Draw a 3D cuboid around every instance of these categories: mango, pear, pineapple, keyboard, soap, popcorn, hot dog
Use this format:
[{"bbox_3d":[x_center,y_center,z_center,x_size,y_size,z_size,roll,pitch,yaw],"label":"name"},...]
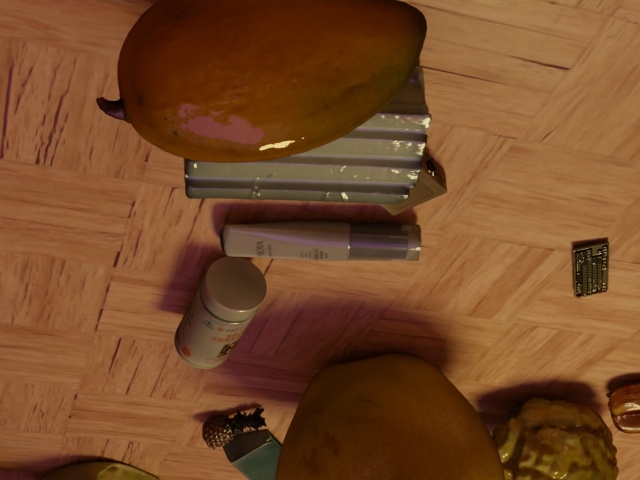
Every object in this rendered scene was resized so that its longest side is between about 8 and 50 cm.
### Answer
[{"bbox_3d":[-0.050,-0.163,0.944,0.316,0.177,0.119,-9,-178,-10],"label":"mango"},{"bbox_3d":[0.108,0.377,1.545,0.362,0.418,0.362,-6,148,-4],"label":"pear"},{"bbox_3d":[-0.145,0.321,1.778,0.124,0.058,0.058,-22,142,17],"label":"pineapple"},{"bbox_3d":[0.372,0.041,1.404,0.049,0.015,0.129,-8,146,9],"label":"keyboard"},{"bbox_3d":[-0.024,-0.117,1.082,0.261,0.094,0.150,2,141,-5],"label":"soap"},{"bbox_3d":[0.393,0.382,1.766,0.225,0.249,0.249,7,161,46],"label":"popcorn"},{"bbox_3d":[0.610,0.268,1.717,0.250,0.076,0.104,-10,127,5],"label":"hot dog"}]

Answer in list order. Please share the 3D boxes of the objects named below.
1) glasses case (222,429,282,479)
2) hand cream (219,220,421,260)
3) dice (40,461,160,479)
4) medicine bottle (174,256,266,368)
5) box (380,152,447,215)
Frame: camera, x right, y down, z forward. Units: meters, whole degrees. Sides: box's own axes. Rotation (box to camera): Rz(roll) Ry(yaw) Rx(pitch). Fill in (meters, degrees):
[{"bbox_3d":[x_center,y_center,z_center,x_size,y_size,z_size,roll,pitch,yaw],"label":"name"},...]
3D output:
[{"bbox_3d":[-0.097,0.441,1.955,0.105,0.056,0.266,-11,146,15],"label":"glasses case"},{"bbox_3d":[0.000,0.000,1.293,0.255,0.048,0.079,0,148,-1],"label":"hand cream"},{"bbox_3d":[-0.435,0.578,1.981,0.226,0.238,0.233,-21,141,25],"label":"dice"},{"bbox_3d":[-0.141,0.103,1.410,0.086,0.086,0.183,10,146,-17],"label":"medicine bottle"},{"bbox_3d":[0.097,-0.073,1.198,0.083,0.035,0.079,-23,141,28],"label":"box"}]
